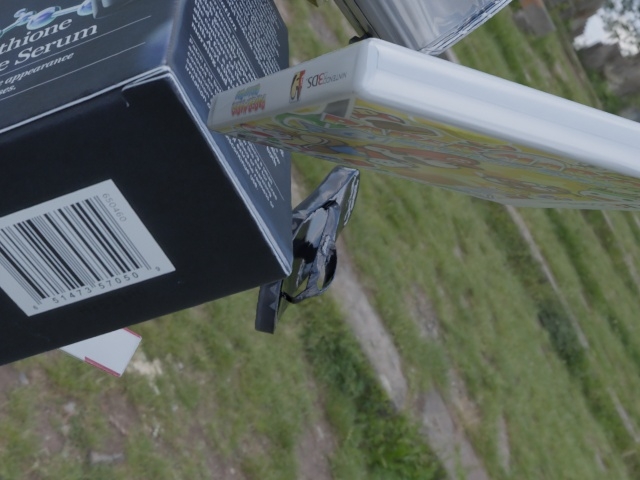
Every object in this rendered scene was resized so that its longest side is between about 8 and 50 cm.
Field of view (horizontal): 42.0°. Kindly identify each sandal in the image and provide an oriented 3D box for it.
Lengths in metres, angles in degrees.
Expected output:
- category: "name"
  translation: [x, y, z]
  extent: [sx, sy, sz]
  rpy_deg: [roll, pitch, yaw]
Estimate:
- category: "sandal"
  translation: [0.000, -0.001, 0.859]
  extent: [0.254, 0.054, 0.097]
  rpy_deg: [-56, 160, -47]

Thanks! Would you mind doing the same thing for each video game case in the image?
- category: "video game case"
  translation: [0.076, -0.047, 0.434]
  extent: [0.226, 0.026, 0.206]
  rpy_deg: [12, -1, -23]

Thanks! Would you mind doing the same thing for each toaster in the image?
- category: "toaster"
  translation: [0.105, -0.280, 0.809]
  extent: [0.146, 0.227, 0.129]
  rpy_deg: [56, -7, -34]

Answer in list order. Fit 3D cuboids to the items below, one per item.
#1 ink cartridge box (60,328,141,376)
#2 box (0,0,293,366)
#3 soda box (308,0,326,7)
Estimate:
- category: "ink cartridge box"
  translation: [-0.324, 0.122, 1.106]
  extent: [0.109, 0.150, 0.063]
  rpy_deg: [35, 72, -32]
- category: "box"
  translation: [-0.197, -0.129, 0.752]
  extent: [0.396, 0.293, 0.212]
  rpy_deg: [-94, 161, -48]
- category: "soda box"
  translation: [0.039, -0.338, 0.913]
  extent: [0.061, 0.181, 0.058]
  rpy_deg: [42, -16, 34]
